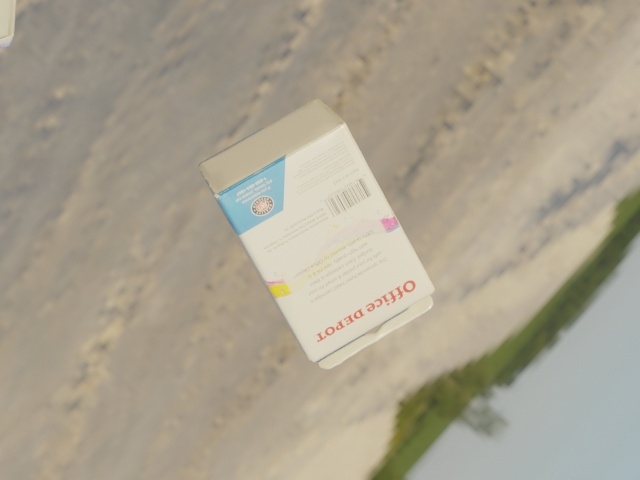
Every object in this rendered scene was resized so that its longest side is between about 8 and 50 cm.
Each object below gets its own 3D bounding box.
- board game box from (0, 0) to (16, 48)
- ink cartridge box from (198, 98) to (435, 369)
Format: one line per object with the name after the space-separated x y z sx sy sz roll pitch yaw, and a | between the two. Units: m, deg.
-0.438 -0.293 1.607 0.390 0.390 0.050 -98 -154 -50 | board game box
0.000 0.000 1.250 0.092 0.143 0.090 -29 -162 -3 | ink cartridge box
